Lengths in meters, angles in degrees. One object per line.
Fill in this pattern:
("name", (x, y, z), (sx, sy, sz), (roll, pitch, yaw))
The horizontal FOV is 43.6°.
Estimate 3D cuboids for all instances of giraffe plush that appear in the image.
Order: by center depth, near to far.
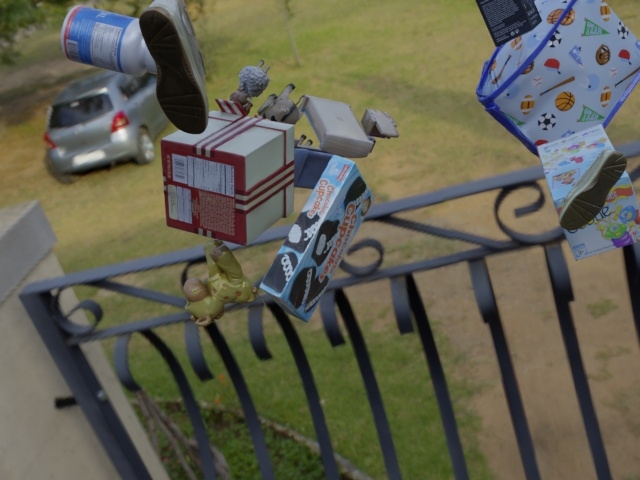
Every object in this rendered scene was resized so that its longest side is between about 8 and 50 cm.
("giraffe plush", (-0.262, 0.122, 1.959), (0.171, 0.210, 0.181), (-35, -3, -9))

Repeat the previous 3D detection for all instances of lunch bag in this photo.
("lunch bag", (0.620, -0.428, 2.111), (0.385, 0.328, 0.239), (-57, 23, -4))

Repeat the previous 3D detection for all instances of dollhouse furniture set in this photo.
("dollhouse furniture set", (0.036, -0.195, 2.158), (0.287, 0.303, 0.198), (7, 37, -26))

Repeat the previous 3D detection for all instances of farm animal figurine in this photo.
("farm animal figurine", (-0.146, -0.327, 2.370), (0.172, 0.330, 0.327), (-57, 7, -31))

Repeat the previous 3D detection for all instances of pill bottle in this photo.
("pill bottle", (-0.435, -0.427, 1.735), (0.222, 0.124, 0.124), (15, 33, 7))

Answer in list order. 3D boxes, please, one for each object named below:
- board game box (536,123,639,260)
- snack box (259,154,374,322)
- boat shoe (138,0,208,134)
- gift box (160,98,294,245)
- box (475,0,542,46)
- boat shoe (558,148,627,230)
("board game box", (0.539, -0.102, 1.606), (0.144, 0.142, 0.275), (-19, 24, 18))
("snack box", (0.000, 0.000, 1.697), (0.060, 0.187, 0.321), (23, 77, 24))
("boat shoe", (-0.274, -0.348, 1.595), (0.109, 0.302, 0.098), (7, 48, 18))
("gift box", (-0.216, -0.167, 1.845), (0.277, 0.255, 0.258), (19, 31, 21))
("box", (0.414, -0.531, 1.784), (0.093, 0.158, 0.156), (-22, 11, 29))
("boat shoe", (0.449, -0.085, 1.339), (0.153, 0.056, 0.048), (-59, 16, 10))
